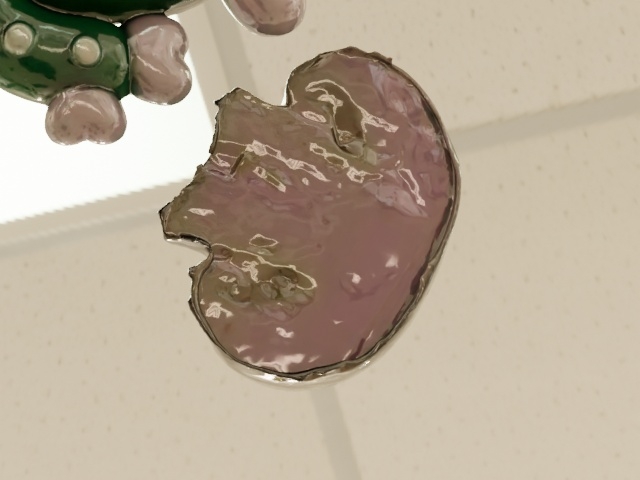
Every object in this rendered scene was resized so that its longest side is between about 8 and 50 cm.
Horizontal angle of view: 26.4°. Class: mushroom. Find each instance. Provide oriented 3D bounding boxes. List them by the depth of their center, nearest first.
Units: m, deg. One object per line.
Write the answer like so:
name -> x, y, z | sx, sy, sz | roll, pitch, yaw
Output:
mushroom -> 0.000, 0.000, 0.742 | 0.141, 0.188, 0.117 | 19, -24, 15

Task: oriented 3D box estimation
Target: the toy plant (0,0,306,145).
toy plant -> -0.117, -0.178, 0.711 | 0.243, 0.112, 0.232 | -37, -95, -22
